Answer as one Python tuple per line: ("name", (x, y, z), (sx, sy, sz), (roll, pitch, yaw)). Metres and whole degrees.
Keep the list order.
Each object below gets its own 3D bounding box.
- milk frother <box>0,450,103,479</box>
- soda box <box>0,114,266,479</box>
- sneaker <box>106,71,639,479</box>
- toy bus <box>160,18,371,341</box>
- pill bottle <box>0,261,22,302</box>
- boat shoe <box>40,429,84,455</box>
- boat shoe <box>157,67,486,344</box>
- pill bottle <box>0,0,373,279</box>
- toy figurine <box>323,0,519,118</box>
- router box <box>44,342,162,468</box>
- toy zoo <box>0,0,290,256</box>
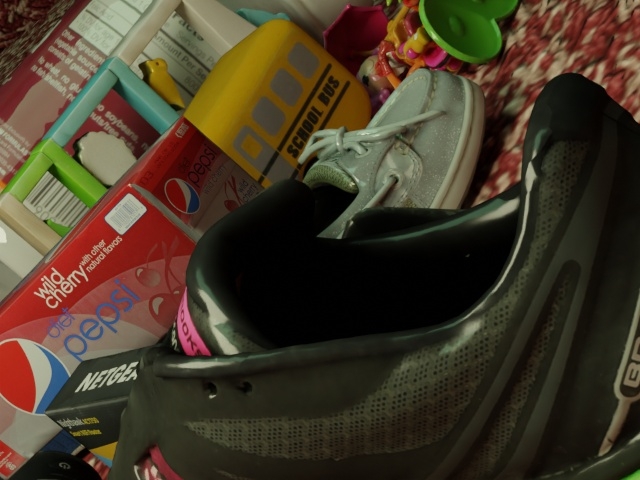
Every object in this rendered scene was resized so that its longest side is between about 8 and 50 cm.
("milk frother", (-0.206, 0.235, 1.199), (0.135, 0.129, 0.143), (-108, 18, -71))
("soda box", (-0.145, 0.040, 1.127), (0.263, 0.083, 0.092), (-41, 12, 35))
("sneaker", (-0.012, 0.084, 0.812), (0.483, 0.202, 0.185), (-35, 15, 25))
("toy bus", (-0.073, -0.005, 1.308), (0.108, 0.130, 0.332), (-28, 26, 47))
("pill bottle", (-0.387, 0.160, 1.621), (0.318, 0.176, 0.176), (-37, 20, 30))
("boat shoe", (-0.208, 0.139, 1.426), (0.183, 0.066, 0.066), (-46, 16, 5))
("boat shoe", (-0.002, 0.001, 1.169), (0.320, 0.103, 0.118), (-54, 18, -17))
("pill bottle", (-0.148, -0.128, 1.597), (0.392, 0.224, 0.224), (-49, 17, -4))
("toy figurine", (0.065, -0.157, 1.400), (0.159, 0.130, 0.173), (-50, 36, 42))
("router box", (-0.068, 0.118, 1.025), (0.046, 0.133, 0.179), (-55, 18, -25))
("toy zoo", (-0.107, -0.076, 1.440), (0.293, 0.192, 0.030), (-54, 19, -22))
